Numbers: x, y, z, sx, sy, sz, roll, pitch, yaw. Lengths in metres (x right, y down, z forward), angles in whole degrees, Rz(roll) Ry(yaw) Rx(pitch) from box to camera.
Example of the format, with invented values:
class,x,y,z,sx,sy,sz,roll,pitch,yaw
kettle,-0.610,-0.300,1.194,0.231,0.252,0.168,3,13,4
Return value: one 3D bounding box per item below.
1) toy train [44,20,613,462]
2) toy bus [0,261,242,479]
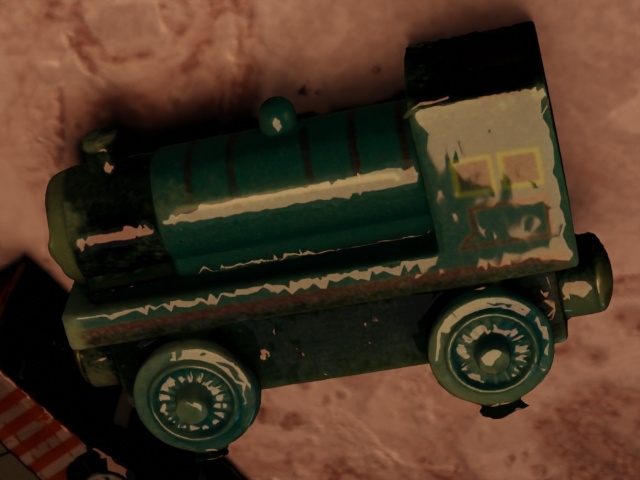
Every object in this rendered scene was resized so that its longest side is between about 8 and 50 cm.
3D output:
class,x,y,z,sx,sy,sz,roll,pitch,yaw
toy train,0.000,0.000,0.993,0.298,0.120,0.194,-10,118,8
toy bus,-0.081,0.181,1.136,0.092,0.093,0.409,-25,121,27
